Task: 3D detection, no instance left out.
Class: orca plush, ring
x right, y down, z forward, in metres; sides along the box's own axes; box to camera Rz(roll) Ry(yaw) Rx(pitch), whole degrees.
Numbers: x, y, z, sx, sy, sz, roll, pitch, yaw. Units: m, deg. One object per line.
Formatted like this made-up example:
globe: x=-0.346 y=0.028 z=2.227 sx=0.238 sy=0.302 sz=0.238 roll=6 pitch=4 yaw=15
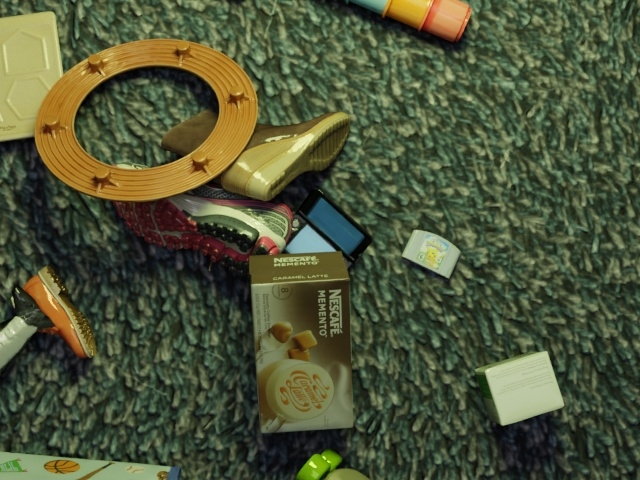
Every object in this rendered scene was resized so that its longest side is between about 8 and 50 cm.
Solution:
orca plush: x=-0.541 y=0.165 z=1.483 sx=0.287 sy=0.151 sz=0.102 roll=-47 pitch=50 yaw=8
ring: x=-0.261 y=-0.193 z=1.492 sx=0.336 sy=0.032 sz=0.337 roll=-1 pitch=53 yaw=1

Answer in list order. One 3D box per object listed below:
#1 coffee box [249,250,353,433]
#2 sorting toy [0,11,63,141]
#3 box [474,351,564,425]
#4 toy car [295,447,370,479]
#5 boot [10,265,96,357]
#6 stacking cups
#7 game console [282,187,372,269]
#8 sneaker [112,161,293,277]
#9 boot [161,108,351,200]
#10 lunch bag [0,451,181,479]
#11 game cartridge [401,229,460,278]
coffee box: x=-0.027 y=0.148 z=1.453 sx=0.141 sy=0.098 sz=0.247 roll=-3 pitch=114 yaw=-4
sorting toy: x=-0.500 y=-0.251 z=1.574 sx=0.193 sy=0.038 sz=0.208 roll=-9 pitch=79 yaw=-4
box: x=0.298 y=0.222 z=1.509 sx=0.102 sy=0.101 sz=0.087 roll=-17 pitch=84 yaw=-3
toy car: x=0.007 y=0.428 z=1.460 sx=0.155 sy=0.149 sz=0.188 roll=37 pitch=95 yaw=15
boot: x=-0.404 y=0.126 z=1.519 sx=0.084 sy=0.059 sz=0.158 roll=-36 pitch=77 yaw=-3
stacking cups: x=0.087 y=-0.407 z=1.596 sx=0.316 sy=0.096 sz=0.096 roll=22 pitch=82 yaw=-4
game console: x=0.000 y=0.000 z=1.541 sx=0.122 sy=0.071 sz=0.107 roll=42 pitch=83 yaw=4
sneaker: x=-0.187 y=-0.044 z=1.530 sx=0.299 sy=0.121 sz=0.112 roll=24 pitch=48 yaw=9
boot: x=-0.094 y=-0.166 z=1.543 sx=0.206 sy=0.090 sz=0.248 roll=30 pitch=47 yaw=25
lunch bag: x=-0.371 y=0.516 z=1.386 sx=0.327 sy=0.239 sz=0.386 roll=7 pitch=98 yaw=-2
game cartridge: x=0.176 y=0.019 z=1.574 sx=0.083 sy=0.017 sz=0.056 roll=25 pitch=79 yaw=1
